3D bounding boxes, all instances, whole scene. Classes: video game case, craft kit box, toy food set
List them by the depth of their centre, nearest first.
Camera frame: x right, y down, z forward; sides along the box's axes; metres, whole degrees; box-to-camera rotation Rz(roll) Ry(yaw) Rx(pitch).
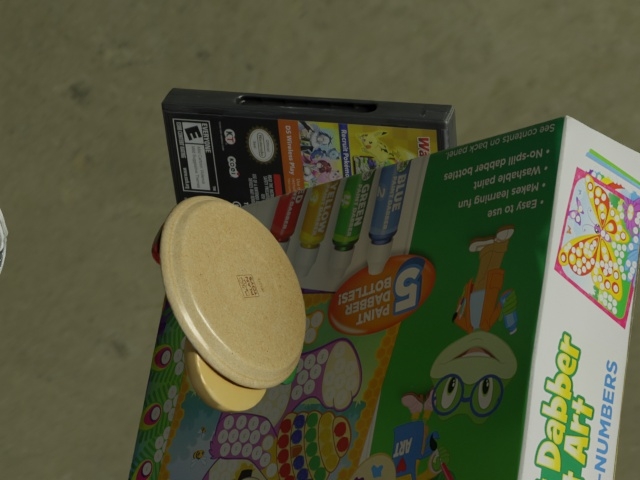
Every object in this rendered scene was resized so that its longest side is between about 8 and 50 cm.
[{"bbox_3d":[-0.035,0.022,0.709,0.083,0.020,0.082,61,32,-2],"label":"toy food set"},{"bbox_3d":[0.011,0.093,0.737,0.061,0.250,0.246,21,67,-36],"label":"craft kit box"},{"bbox_3d":[0.000,0.000,1.579,0.248,0.275,0.035,5,35,17],"label":"video game case"}]

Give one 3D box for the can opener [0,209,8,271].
[{"bbox_3d":[-0.348,-0.003,1.217,0.283,0.076,0.095,3,28,10],"label":"can opener"}]
